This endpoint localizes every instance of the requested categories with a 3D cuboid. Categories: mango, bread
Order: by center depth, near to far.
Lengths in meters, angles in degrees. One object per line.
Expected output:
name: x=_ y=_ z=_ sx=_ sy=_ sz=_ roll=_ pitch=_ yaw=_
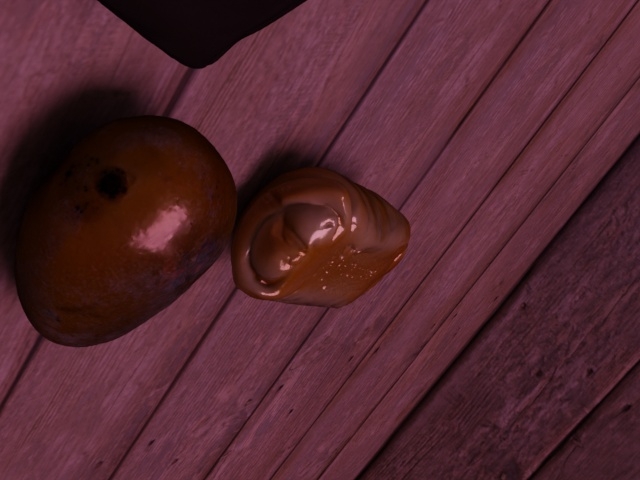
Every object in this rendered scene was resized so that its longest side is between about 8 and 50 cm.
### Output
mango: x=-0.177 y=0.005 z=0.941 sx=0.193 sy=0.146 sz=0.316 roll=-31 pitch=170 yaw=-31
bread: x=0.000 y=0.000 z=1.291 sx=0.173 sy=0.121 sz=0.311 roll=-45 pitch=161 yaw=10

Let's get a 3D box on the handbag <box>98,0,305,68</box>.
handbag: x=-0.052 y=-0.227 z=0.622 sx=0.257 sy=0.113 sz=0.285 roll=-19 pitch=160 yaw=16
